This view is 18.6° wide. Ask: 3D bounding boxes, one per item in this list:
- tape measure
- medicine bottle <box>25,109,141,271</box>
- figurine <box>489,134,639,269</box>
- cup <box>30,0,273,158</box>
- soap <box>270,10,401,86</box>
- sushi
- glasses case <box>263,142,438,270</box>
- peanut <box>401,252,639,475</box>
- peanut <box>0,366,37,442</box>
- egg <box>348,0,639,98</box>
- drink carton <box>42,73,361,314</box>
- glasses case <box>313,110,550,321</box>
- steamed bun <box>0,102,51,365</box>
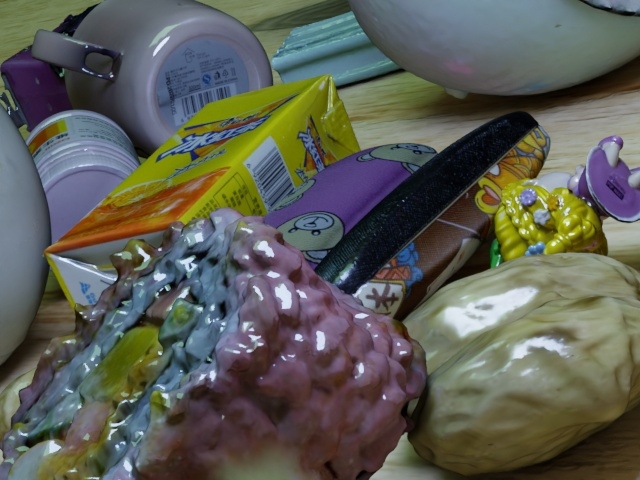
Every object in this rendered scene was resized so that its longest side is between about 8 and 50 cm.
[{"bbox_3d":[-0.266,-0.238,2.529,0.231,0.149,0.245,-9,23,39],"label":"tape measure"},{"bbox_3d":[-0.241,-0.047,1.998,0.133,0.133,0.250,-24,20,-3],"label":"medicine bottle"},{"bbox_3d":[0.168,-0.001,1.465,0.156,0.095,0.115,-31,9,49],"label":"figurine"},{"bbox_3d":[-0.190,-0.185,2.170,0.253,0.191,0.200,15,4,-27],"label":"cup"},{"bbox_3d":[0.052,-0.229,2.271,0.198,0.063,0.114,-15,22,22],"label":"soap"},{"bbox_3d":[-0.069,0.127,1.173,0.270,0.171,0.236,-50,27,-2],"label":"sushi"},{"bbox_3d":[0.000,0.000,1.674,0.123,0.076,0.316,-9,22,37],"label":"glasses case"},{"bbox_3d":[0.134,0.076,1.254,0.196,0.110,0.233,-20,19,-3],"label":"peanut"},{"bbox_3d":[-0.163,0.119,1.528,0.193,0.089,0.089,-27,19,-14],"label":"peanut"},{"bbox_3d":[0.174,-0.299,1.932,0.354,0.354,0.340,-38,3,-39],"label":"egg"},{"bbox_3d":[-0.100,-0.035,1.831,0.154,0.111,0.351,-11,21,29],"label":"drink carton"},{"bbox_3d":[0.076,-0.002,1.542,0.321,0.082,0.122,-41,-1,-42],"label":"glasses case"},{"bbox_3d":[-0.411,-0.027,1.770,0.334,0.334,0.374,-27,61,-14],"label":"steamed bun"}]
